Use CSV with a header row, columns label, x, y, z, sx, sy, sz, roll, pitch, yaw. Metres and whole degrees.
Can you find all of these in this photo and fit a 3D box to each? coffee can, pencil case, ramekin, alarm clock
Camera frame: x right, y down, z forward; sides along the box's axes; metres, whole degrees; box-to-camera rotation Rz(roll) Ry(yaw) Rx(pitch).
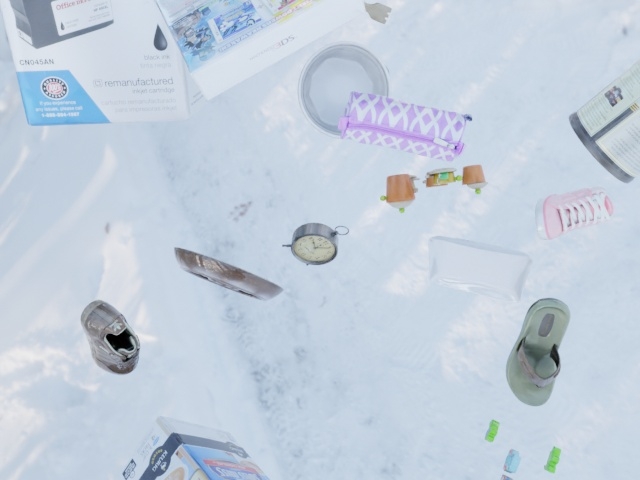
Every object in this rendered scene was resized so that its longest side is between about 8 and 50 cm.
label,x,y,z,sx,sy,sz,roll,pitch,yaw
coffee can,0.711,-0.284,1.247,0.275,0.201,0.202,-43,43,35
pencil case,0.133,-0.180,0.945,0.206,0.086,0.088,11,40,1
ramekin,0.050,-0.334,1.318,0.207,0.207,0.109,-47,11,6
alarm clock,0.000,0.000,1.601,0.192,0.129,0.064,-24,41,34

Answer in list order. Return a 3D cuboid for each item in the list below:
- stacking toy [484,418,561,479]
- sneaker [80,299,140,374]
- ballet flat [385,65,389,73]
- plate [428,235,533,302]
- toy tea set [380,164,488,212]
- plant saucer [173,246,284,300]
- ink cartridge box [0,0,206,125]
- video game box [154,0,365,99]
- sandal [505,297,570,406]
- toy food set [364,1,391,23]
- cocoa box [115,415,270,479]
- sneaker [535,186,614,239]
label,x,y,z,sx,sy,sz,roll,pitch,yaw
stacking toy,0.420,0.536,1.323,0.166,0.052,0.221,24,86,4
sneaker,-0.312,0.168,0.904,0.071,0.188,0.066,29,59,24
ballet flat,0.145,-0.460,1.716,0.077,0.091,0.241,-38,15,32
plate,0.448,0.075,1.670,0.277,0.277,0.045,12,63,17
toy tea set,0.361,-0.162,1.880,0.335,0.200,0.124,-5,93,30
plant saucer,-0.248,0.096,1.544,0.310,0.310,0.050,12,76,42
ink cartridge box,-0.366,-0.407,0.982,0.285,0.395,0.166,-2,23,1
video game box,-0.077,-0.275,0.681,0.205,0.048,0.187,-29,50,0
sandal,0.511,0.275,1.374,0.120,0.303,0.086,3,29,6
toy food set,0.092,-0.442,0.884,0.192,0.132,0.039,-60,33,30
cocoa box,-0.290,0.578,1.177,0.228,0.231,0.347,31,85,42
sneaker,0.314,-0.037,0.717,0.070,0.134,0.051,-8,99,41
